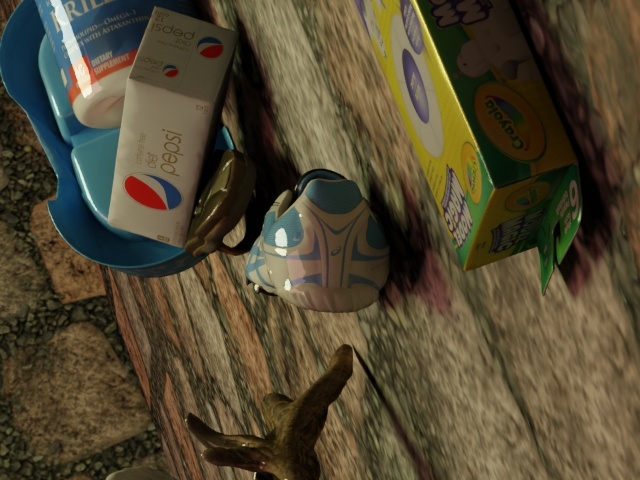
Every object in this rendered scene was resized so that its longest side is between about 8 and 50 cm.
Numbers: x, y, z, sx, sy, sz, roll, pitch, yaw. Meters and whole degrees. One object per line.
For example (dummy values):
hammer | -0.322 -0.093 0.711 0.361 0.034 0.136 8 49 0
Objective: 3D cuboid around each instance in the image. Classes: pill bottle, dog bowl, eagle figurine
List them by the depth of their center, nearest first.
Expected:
eagle figurine | -0.002 0.262 1.377 0.225 0.226 0.298 23 128 50
pill bottle | -0.176 -0.214 1.625 0.124 0.124 0.221 110 140 -73
dog bowl | -0.169 -0.099 1.719 0.074 0.166 0.297 66 -179 -67

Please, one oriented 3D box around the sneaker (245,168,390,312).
sneaker | 0.000 0.000 1.241 0.237 0.085 0.086 179 99 -83

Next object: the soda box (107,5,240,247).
soda box | -0.117 -0.084 1.536 0.216 0.069 0.074 107 180 -59

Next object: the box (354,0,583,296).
box | 0.063 -0.066 0.870 0.105 0.043 0.179 99 150 -69

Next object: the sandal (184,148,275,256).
sandal | -0.063 -0.027 1.528 0.219 0.060 0.090 154 135 -80
